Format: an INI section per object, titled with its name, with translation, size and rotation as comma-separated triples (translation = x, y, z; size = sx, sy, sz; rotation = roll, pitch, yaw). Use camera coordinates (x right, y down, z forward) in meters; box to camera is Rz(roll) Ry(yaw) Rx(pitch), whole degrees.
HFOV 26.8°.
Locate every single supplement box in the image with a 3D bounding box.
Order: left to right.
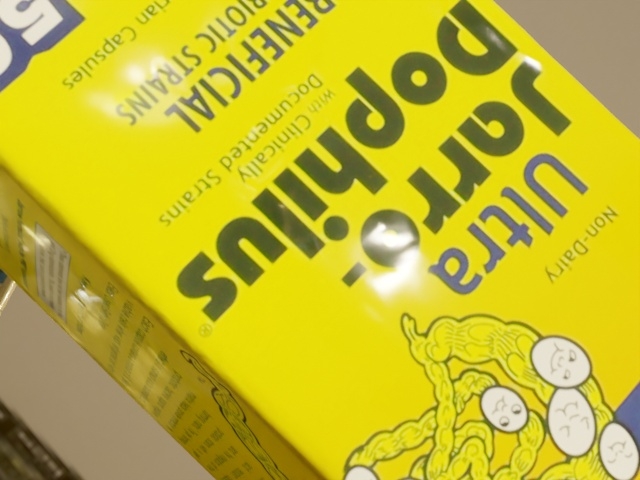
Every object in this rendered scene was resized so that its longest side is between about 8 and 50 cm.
[supplement box]
translation = 0.000, 0.000, 0.601
size = 0.356, 0.194, 0.195
rotation = 44, -18, 2

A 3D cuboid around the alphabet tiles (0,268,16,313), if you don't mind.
[alphabet tiles]
translation = -0.349, -0.028, 1.138
size = 0.285, 0.011, 0.342
rotation = 42, -69, 28
